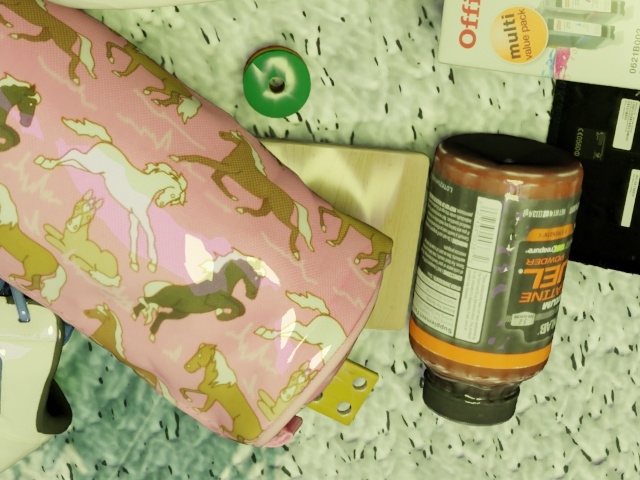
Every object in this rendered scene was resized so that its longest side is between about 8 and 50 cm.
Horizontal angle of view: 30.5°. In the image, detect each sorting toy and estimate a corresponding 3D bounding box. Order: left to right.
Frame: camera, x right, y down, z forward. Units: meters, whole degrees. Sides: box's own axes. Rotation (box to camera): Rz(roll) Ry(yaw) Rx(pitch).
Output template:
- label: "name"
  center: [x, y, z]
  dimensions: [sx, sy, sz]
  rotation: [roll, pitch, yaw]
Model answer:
- label: "sorting toy"
  center: [0.000, 0.000, 0.843]
  dimensions: [0.132, 0.046, 0.274]
  rotation: [4, 109, -7]

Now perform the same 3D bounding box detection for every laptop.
- label: "laptop"
  center: [0.311, -0.090, 0.857]
  dimensions: [0.264, 0.136, 0.234]
  rotation: [12, 110, 18]

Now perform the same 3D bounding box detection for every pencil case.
- label: "pencil case"
  center: [-0.140, -0.028, 0.730]
  dimensions: [0.386, 0.160, 0.167]
  rotation: [34, 137, -5]

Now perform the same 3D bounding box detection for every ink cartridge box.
- label: "ink cartridge box"
  center: [0.171, -0.169, 0.730]
  dimensions: [0.176, 0.127, 0.128]
  rotation: [9, 110, 13]

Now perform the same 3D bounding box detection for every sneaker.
- label: "sneaker"
  center: [-0.270, 0.040, 0.803]
  dimensions: [0.182, 0.127, 0.315]
  rotation: [-30, 117, 2]

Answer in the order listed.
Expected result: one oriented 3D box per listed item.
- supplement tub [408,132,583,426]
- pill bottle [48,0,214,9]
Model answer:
- label: "supplement tub"
  center: [0.120, 0.030, 0.835]
  dimensions: [0.106, 0.106, 0.197]
  rotation: [4, 110, -7]
- label: "pill bottle"
  center: [-0.080, -0.336, 0.617]
  dimensions: [0.224, 0.224, 0.392]
  rotation: [-7, 111, -3]
